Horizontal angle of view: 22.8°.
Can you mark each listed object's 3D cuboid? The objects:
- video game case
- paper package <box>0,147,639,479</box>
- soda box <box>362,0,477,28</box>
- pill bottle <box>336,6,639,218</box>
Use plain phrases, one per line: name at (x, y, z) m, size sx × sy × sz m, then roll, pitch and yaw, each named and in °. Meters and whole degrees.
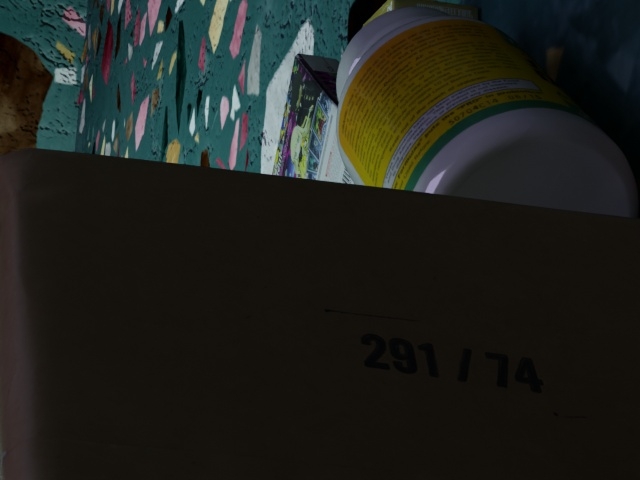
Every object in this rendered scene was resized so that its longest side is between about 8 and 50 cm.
video game case at (0.000, 0.000, 1.180) m, size 0.210 × 0.041 × 0.232 m, roll -125°, pitch 44°, yaw -64°
paper package at (0.045, 0.129, 0.513) m, size 0.309 × 0.324 × 0.168 m, roll -107°, pitch 28°, yaw -52°
soda box at (0.059, -0.054, 0.978) m, size 0.061 × 0.058 × 0.181 m, roll 148°, pitch 126°, yaw -69°
pill bottle at (0.074, -0.048, 0.829) m, size 0.208 × 0.117 × 0.118 m, roll -117°, pitch 37°, yaw -61°
